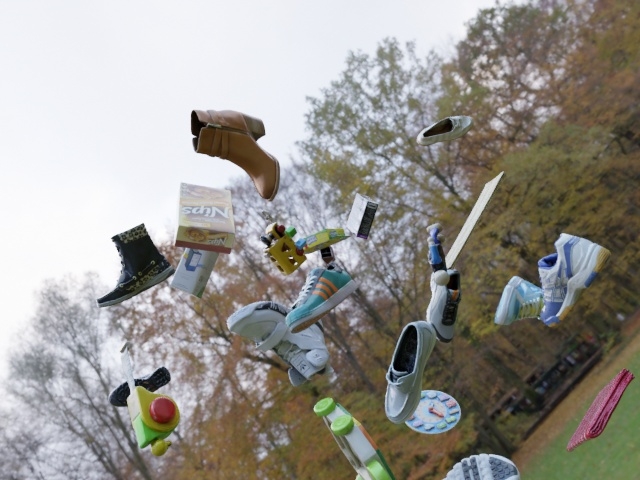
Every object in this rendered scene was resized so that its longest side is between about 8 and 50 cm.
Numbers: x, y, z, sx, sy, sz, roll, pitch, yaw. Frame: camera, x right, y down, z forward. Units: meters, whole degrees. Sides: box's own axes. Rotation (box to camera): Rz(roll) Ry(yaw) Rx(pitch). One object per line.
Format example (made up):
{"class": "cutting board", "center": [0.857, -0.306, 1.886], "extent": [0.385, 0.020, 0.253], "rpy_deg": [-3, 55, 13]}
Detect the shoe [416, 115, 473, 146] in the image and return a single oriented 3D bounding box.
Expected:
{"class": "shoe", "center": [0.457, -0.400, 1.981], "extent": [0.219, 0.076, 0.058], "rpy_deg": [-22, -18, -5]}

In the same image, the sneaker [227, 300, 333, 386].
{"class": "sneaker", "center": [-0.103, 0.311, 1.642], "extent": [0.366, 0.210, 0.137], "rpy_deg": [19, -55, -44]}

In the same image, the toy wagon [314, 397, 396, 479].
{"class": "toy wagon", "center": [0.106, 0.539, 1.352], "extent": [0.068, 0.267, 0.344], "rpy_deg": [-32, 14, -16]}

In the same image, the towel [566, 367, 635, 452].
{"class": "towel", "center": [0.710, 0.443, 1.399], "extent": [0.199, 0.031, 0.274], "rpy_deg": [-50, -27, -15]}

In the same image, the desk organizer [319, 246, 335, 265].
{"class": "desk organizer", "center": [0.029, 0.055, 2.460], "extent": [0.047, 0.130, 0.050], "rpy_deg": [-38, -67, 12]}

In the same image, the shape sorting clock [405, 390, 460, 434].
{"class": "shape sorting clock", "center": [0.390, 0.602, 1.933], "extent": [0.206, 0.206, 0.040], "rpy_deg": [-25, -58, -36]}

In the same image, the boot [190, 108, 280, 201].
{"class": "boot", "center": [-0.235, -0.239, 1.507], "extent": [0.220, 0.283, 0.109], "rpy_deg": [-1, -18, -41]}

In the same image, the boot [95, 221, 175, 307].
{"class": "boot", "center": [-0.556, 0.071, 1.551], "extent": [0.237, 0.178, 0.085], "rpy_deg": [-26, 11, -1]}

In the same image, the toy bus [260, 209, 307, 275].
{"class": "toy bus", "center": [-0.144, 0.025, 1.844], "extent": [0.104, 0.202, 0.190], "rpy_deg": [-44, -34, -24]}

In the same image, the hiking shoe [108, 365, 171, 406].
{"class": "hiking shoe", "center": [-0.607, 0.501, 1.814], "extent": [0.114, 0.086, 0.227], "rpy_deg": [-39, -14, 34]}

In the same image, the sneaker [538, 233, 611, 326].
{"class": "sneaker", "center": [0.609, 0.097, 1.387], "extent": [0.112, 0.131, 0.296], "rpy_deg": [-38, -29, -36]}

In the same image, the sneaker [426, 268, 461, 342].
{"class": "sneaker", "center": [0.441, 0.224, 1.917], "extent": [0.100, 0.271, 0.108], "rpy_deg": [3, -4, -23]}

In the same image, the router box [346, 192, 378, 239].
{"class": "router box", "center": [0.148, -0.089, 1.963], "extent": [0.179, 0.046, 0.133], "rpy_deg": [-121, 48, -74]}

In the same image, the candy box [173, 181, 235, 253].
{"class": "candy box", "center": [-0.394, -0.081, 1.858], "extent": [0.183, 0.316, 0.087], "rpy_deg": [9, -61, -18]}

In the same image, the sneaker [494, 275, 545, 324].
{"class": "sneaker", "center": [0.732, 0.230, 1.893], "extent": [0.319, 0.208, 0.127], "rpy_deg": [-31, -43, -54]}

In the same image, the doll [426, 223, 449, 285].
{"class": "doll", "center": [0.284, 0.039, 1.331], "extent": [0.046, 0.189, 0.129], "rpy_deg": [-11, -52, 16]}

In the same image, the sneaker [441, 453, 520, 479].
{"class": "sneaker", "center": [0.307, 0.546, 1.146], "extent": [0.292, 0.118, 0.110], "rpy_deg": [-45, 16, 30]}

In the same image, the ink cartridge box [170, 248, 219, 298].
{"class": "ink cartridge box", "center": [-0.463, 0.098, 2.056], "extent": [0.154, 0.093, 0.212], "rpy_deg": [86, -154, -77]}

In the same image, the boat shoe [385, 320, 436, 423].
{"class": "boat shoe", "center": [0.175, 0.277, 1.161], "extent": [0.081, 0.079, 0.227], "rpy_deg": [17, -89, -47]}

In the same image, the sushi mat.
{"class": "sushi mat", "center": [0.429, -0.044, 1.564], "extent": [0.316, 0.019, 0.151], "rpy_deg": [-59, -2, -7]}

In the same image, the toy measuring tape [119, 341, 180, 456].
{"class": "toy measuring tape", "center": [-0.454, 0.420, 1.474], "extent": [0.122, 0.330, 0.121], "rpy_deg": [-19, -35, -14]}

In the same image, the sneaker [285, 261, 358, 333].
{"class": "sneaker", "center": [-0.017, 0.150, 1.502], "extent": [0.108, 0.121, 0.302], "rpy_deg": [-46, -10, 35]}

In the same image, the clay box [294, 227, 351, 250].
{"class": "clay box", "center": [0.000, 0.000, 2.161], "extent": [0.222, 0.053, 0.127], "rpy_deg": [-24, -12, 31]}
